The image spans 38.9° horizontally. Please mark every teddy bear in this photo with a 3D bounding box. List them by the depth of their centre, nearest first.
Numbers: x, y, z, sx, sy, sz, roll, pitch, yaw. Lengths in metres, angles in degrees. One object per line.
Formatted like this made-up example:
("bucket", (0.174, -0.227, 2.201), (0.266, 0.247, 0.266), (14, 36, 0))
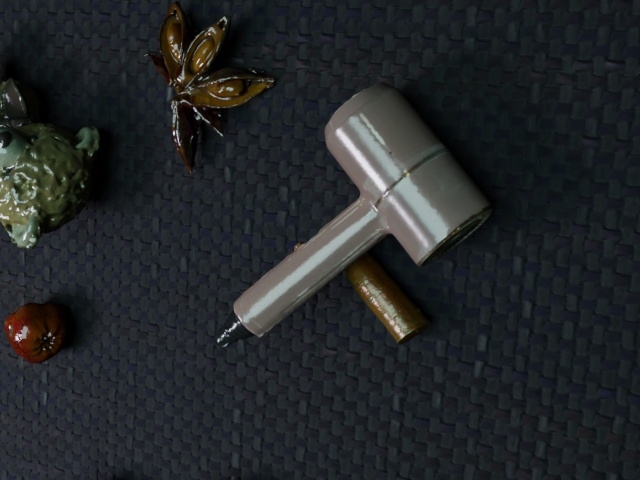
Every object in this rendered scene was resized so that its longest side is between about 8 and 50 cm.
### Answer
("teddy bear", (-0.420, -0.098, 1.207), (0.256, 0.156, 0.267), (17, 75, 27))

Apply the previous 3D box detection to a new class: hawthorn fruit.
("hawthorn fruit", (-0.399, 0.125, 1.271), (0.093, 0.093, 0.093), (4, 98, 26))

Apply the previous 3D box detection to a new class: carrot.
("carrot", (0.065, 0.057, 1.048), (0.048, 0.048, 0.139), (-47, 74, 23))

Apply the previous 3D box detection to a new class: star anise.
("star anise", (-0.138, -0.201, 1.109), (0.157, 0.053, 0.212), (-18, 87, 27))

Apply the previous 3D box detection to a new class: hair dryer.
("hair dryer", (0.000, 0.000, 1.005), (0.344, 0.107, 0.189), (-39, 79, 11))
